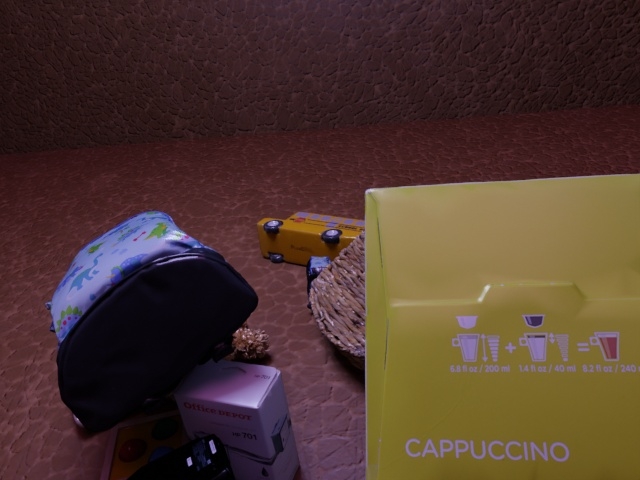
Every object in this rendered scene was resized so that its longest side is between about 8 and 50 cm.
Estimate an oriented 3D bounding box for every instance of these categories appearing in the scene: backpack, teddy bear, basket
[{"bbox_3d":[-0.278,0.089,0.853,0.290,0.273,0.355,-39,6,-6],"label":"backpack"},{"bbox_3d":[-0.231,0.194,1.032,0.245,0.113,0.338,10,25,17],"label":"teddy bear"},{"bbox_3d":[0.009,0.091,1.214,0.084,0.105,0.114,-1,20,-3],"label":"backpack"},{"bbox_3d":[0.137,0.164,1.051,0.213,0.223,0.299,-46,34,-1],"label":"basket"}]

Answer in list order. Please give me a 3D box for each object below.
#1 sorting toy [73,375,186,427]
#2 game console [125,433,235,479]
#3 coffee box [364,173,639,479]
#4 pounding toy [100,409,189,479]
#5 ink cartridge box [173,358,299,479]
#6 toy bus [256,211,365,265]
[{"bbox_3d":[-0.384,0.273,1.046,0.208,0.038,0.193,-17,29,-26],"label":"sorting toy"},{"bbox_3d":[-0.179,0.351,0.570,0.213,0.044,0.361,-30,17,-13],"label":"game console"},{"bbox_3d":[0.236,0.149,0.651,0.338,0.334,0.338,-2,65,11],"label":"coffee box"},{"bbox_3d":[-0.275,0.362,0.778,0.181,0.094,0.206,-11,27,-7],"label":"pounding toy"},{"bbox_3d":[-0.120,0.280,0.788,0.140,0.190,0.082,3,30,21],"label":"ink cartridge box"},{"bbox_3d":[0.000,0.000,1.379,0.333,0.108,0.130,9,32,30],"label":"toy bus"}]
